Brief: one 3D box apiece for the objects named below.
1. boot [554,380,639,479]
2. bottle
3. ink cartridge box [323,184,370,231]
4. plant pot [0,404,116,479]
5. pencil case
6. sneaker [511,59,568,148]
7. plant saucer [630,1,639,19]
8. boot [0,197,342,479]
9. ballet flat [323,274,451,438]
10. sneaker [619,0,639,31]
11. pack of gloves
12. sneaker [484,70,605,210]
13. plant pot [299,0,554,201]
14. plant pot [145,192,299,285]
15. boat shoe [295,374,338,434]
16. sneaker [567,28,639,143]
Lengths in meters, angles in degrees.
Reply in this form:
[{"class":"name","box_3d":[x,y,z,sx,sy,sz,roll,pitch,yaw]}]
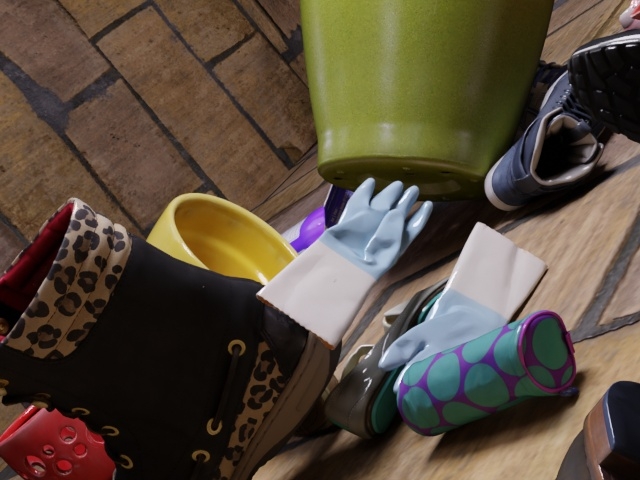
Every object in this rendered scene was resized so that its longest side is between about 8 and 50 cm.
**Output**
[{"class":"boot","box_3d":[0.134,0.173,0.512,0.106,0.082,0.219,-60,0,35]},{"class":"bottle","box_3d":[0.000,0.000,1.775,0.283,0.092,0.118,-33,9,35]},{"class":"ink cartridge box","box_3d":[0.048,-0.069,1.547,0.208,0.045,0.206,91,-164,-59]},{"class":"plant pot","box_3d":[-0.319,0.276,1.461,0.191,0.174,0.191,-38,10,8]},{"class":"pencil case","box_3d":[0.127,0.105,0.822,0.070,0.064,0.151,2,-21,-37]},{"class":"sneaker","box_3d":[0.285,-0.204,1.491,0.112,0.131,0.296,-42,10,-27]},{"class":"plant saucer","box_3d":[0.501,-0.355,1.204,0.258,0.048,0.259,-30,16,52]},{"class":"boot","box_3d":[-0.188,0.161,0.956,0.377,0.284,0.138,-53,29,12]},{"class":"ballet flat","box_3d":[0.075,0.097,1.018,0.068,0.072,0.213,13,46,36]},{"class":"sneaker","box_3d":[0.469,-0.316,1.477,0.051,0.070,0.134,-43,10,-32]},{"class":"pack of gloves","box_3d":[0.077,0.048,0.987,0.232,0.195,0.046,-47,-15,-42]},{"class":"sneaker","box_3d":[0.291,-0.136,1.214,0.226,0.086,0.163,-52,0,-12]},{"class":"plant pot","box_3d":[0.127,-0.241,1.379,0.366,0.366,0.353,164,113,-69]},{"class":"plant pot","box_3d":[-0.177,0.098,1.621,0.239,0.254,0.254,-53,3,24]},{"class":"boat shoe","box_3d":[-0.038,0.145,1.188,0.098,0.109,0.302,-44,4,-19]},{"class":"sneaker","box_3d":[0.347,-0.150,0.865,0.283,0.107,0.124,4,44,39]}]
